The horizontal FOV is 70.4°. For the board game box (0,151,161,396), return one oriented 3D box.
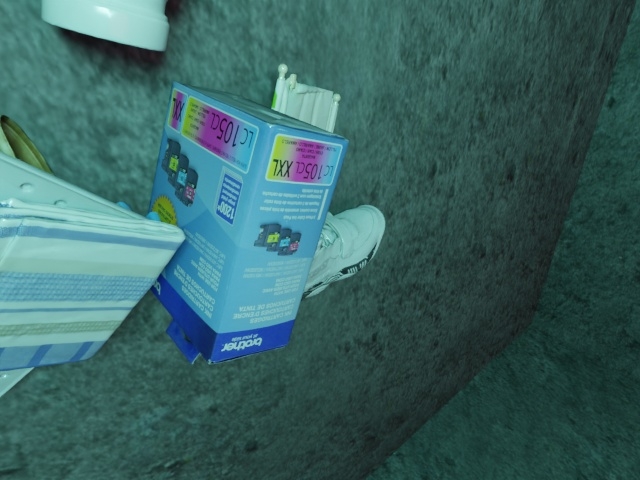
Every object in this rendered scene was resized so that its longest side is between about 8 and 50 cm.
[{"bbox_3d":[-0.430,0.042,0.484,0.390,0.050,0.390,-39,149,10],"label":"board game box"}]

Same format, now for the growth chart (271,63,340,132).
[{"bbox_3d":[-0.029,-0.207,0.830,0.237,0.021,0.171,-12,122,-62],"label":"growth chart"}]

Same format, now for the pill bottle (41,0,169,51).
[{"bbox_3d":[-0.213,-0.361,0.479,0.162,0.162,0.278,-5,118,-44],"label":"pill bottle"}]

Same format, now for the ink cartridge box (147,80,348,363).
[{"bbox_3d":[-0.144,-0.008,0.695,0.151,0.270,0.395,-3,117,-43],"label":"ink cartridge box"}]

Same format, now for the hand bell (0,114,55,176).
[{"bbox_3d":[-0.448,-0.036,0.524,0.242,0.126,0.126,-29,134,-12],"label":"hand bell"}]

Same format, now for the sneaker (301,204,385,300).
[{"bbox_3d":[0.000,0.000,0.912,0.366,0.137,0.210,-32,155,-22],"label":"sneaker"}]

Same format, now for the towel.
[{"bbox_3d":[-0.317,0.068,0.546,0.285,0.034,0.209,-46,149,24],"label":"towel"}]
